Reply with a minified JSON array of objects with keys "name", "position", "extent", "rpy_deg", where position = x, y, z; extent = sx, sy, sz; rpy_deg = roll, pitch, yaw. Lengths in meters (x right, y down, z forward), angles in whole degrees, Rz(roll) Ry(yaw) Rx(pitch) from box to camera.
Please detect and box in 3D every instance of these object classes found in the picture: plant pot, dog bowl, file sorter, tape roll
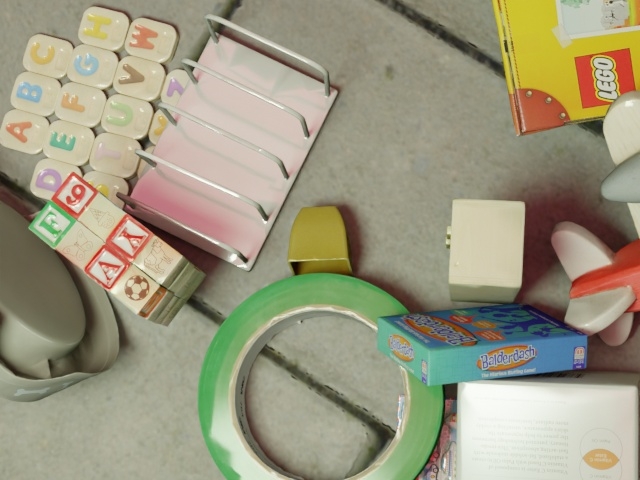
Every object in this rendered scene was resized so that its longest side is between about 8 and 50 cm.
[{"name":"plant pot","position":[0.000,0.000,1.784],"extent":[0.081,0.081,0.083],"rpy_deg":[-3,71,6]},{"name":"dog bowl","position":[-0.410,0.053,1.696],"extent":[0.102,0.349,0.348],"rpy_deg":[-37,80,12]},{"name":"file sorter","position":[-0.125,-0.128,1.756],"extent":[0.193,0.173,0.277],"rpy_deg":[26,87,4]},{"name":"tape roll","position":[0.002,0.206,1.749],"extent":[0.321,0.077,0.321],"rpy_deg":[-1,81,8]}]

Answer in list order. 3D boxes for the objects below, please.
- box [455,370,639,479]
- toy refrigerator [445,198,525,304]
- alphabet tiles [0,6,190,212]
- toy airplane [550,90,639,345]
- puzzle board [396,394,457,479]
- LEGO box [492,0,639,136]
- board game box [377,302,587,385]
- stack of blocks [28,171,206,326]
[{"name":"box","position":[0.283,0.335,1.628],"extent":[0.215,0.168,0.345],"rpy_deg":[1,90,16]},{"name":"toy refrigerator","position":[0.200,0.018,1.661],"extent":[0.094,0.269,0.102],"rpy_deg":[3,84,7]},{"name":"alphabet tiles","position":[-0.301,-0.181,1.865],"extent":[0.278,0.021,0.284],"rpy_deg":[16,85,8]},{"name":"toy airplane","position":[0.470,0.035,1.608],"extent":[0.386,0.272,0.384],"rpy_deg":[15,116,-8]},{"name":"puzzle board","position":[0.148,0.271,1.766],"extent":[0.096,0.011,0.128],"rpy_deg":[3,84,7]},{"name":"LEGO box","position":[0.381,-0.411,1.604],"extent":[0.373,0.193,0.500],"rpy_deg":[-8,111,15]},{"name":"board game box","position":[0.195,0.124,1.637],"extent":[0.210,0.160,0.047],"rpy_deg":[-5,103,-20]},{"name":"stack of blocks","position":[-0.239,0.025,1.692],"extent":[0.171,0.297,0.087],"rpy_deg":[37,86,9]}]
